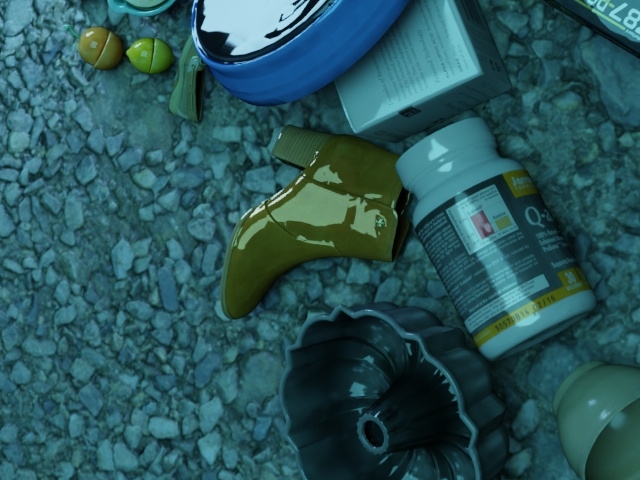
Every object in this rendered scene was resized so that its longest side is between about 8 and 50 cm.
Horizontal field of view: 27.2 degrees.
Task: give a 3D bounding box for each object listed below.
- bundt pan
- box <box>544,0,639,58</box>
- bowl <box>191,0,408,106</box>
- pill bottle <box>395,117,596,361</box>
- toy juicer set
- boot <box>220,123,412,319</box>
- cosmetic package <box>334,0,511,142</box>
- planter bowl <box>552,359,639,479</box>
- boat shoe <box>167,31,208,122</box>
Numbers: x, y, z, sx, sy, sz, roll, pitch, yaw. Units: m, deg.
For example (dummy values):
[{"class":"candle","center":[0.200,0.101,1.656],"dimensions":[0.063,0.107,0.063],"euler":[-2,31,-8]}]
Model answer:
[{"class":"bundt pan","center":[0.106,0.224,1.669],"dimensions":[0.330,0.124,0.331],"euler":[18,117,41]},{"class":"box","center":[0.341,-0.454,1.655],"dimensions":[0.395,0.097,0.318],"euler":[35,99,20]},{"class":"bowl","center":[-0.018,-0.358,1.702],"dimensions":[0.391,0.077,0.391],"euler":[-29,44,32]},{"class":"pill bottle","center":[0.213,-0.003,1.655],"dimensions":[0.162,0.162,0.279],"euler":[-31,77,19]},{"class":"toy juicer set","center":[-0.236,-0.352,1.900],"dimensions":[0.328,0.089,0.209],"euler":[-15,82,21]},{"class":"boot","center":[0.001,-0.001,1.778],"dimensions":[0.211,0.104,0.295],"euler":[22,92,23]},{"class":"cosmetic package","center":[0.122,-0.234,1.709],"dimensions":[0.183,0.151,0.152],"euler":[-25,79,21]},{"class":"planter bowl","center":[0.350,0.214,1.604],"dimensions":[0.162,0.162,0.109],"euler":[-57,43,11]},{"class":"boat shoe","center":[-0.174,-0.237,1.870],"dimensions":[0.048,0.056,0.153],"euler":[25,121,6]}]
